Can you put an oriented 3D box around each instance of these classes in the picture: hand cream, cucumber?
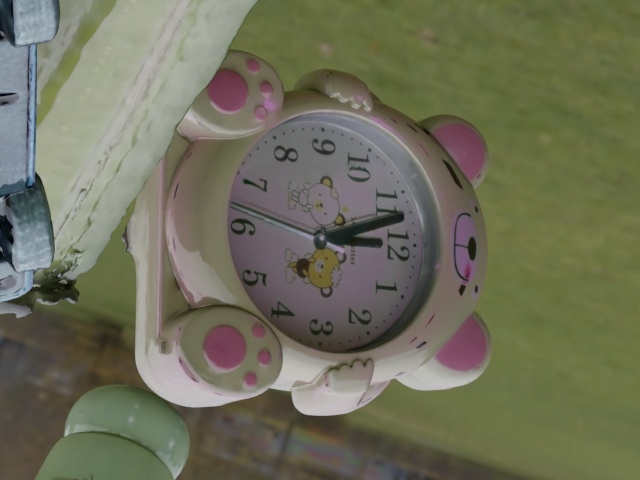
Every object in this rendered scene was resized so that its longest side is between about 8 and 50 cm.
[{"bbox_3d":[-0.176,0.238,1.298,0.147,0.305,0.093,9,141,14],"label":"hand cream"},{"bbox_3d":[-0.099,-0.130,0.875,0.145,0.325,0.105,44,-150,19],"label":"cucumber"}]

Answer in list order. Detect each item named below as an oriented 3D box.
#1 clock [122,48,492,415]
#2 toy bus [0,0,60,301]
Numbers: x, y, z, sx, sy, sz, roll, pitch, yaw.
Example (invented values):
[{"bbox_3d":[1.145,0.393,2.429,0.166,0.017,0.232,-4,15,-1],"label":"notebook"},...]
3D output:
[{"bbox_3d":[0.000,0.000,1.537,0.309,0.284,0.114,5,167,-29],"label":"clock"},{"bbox_3d":[-0.168,-0.072,0.703,0.114,0.134,0.246,-11,147,-16],"label":"toy bus"}]
